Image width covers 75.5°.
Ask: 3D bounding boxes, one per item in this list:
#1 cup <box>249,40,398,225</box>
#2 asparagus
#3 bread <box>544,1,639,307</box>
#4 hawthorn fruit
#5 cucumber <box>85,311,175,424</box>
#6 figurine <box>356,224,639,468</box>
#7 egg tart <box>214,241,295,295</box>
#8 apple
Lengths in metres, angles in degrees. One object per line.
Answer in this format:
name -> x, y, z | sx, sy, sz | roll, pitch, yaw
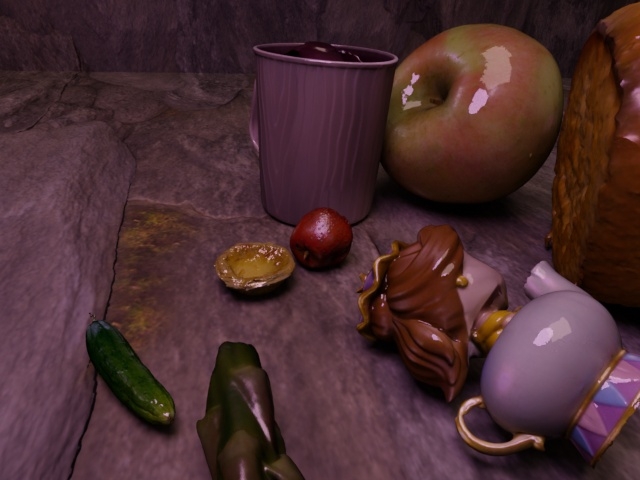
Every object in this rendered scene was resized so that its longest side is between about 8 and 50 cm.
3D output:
cup -> -0.029, -0.188, 0.695 | 0.289, 0.272, 0.208 | 14, 33, 17
asparagus -> -0.044, 0.179, 0.274 | 0.080, 0.080, 0.287 | -7, 24, -18
bread -> 0.416, -0.102, 0.489 | 0.216, 0.397, 0.398 | 4, 29, 21
hawthorn fruit -> 0.000, 0.000, 0.574 | 0.093, 0.092, 0.093 | 3, 31, -2
cucumber -> -0.184, 0.121, 0.387 | 0.168, 0.039, 0.039 | 30, 39, 33
figurine -> 0.151, 0.081, 0.398 | 0.190, 0.142, 0.264 | -41, 48, -20
egg tart -> -0.083, 0.039, 0.534 | 0.105, 0.039, 0.105 | 3, 31, -2
apple -> 0.265, -0.212, 0.749 | 0.277, 0.318, 0.319 | 24, 11, -45
